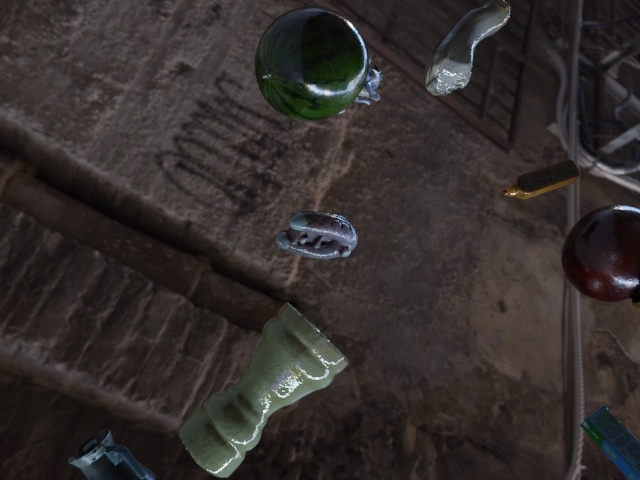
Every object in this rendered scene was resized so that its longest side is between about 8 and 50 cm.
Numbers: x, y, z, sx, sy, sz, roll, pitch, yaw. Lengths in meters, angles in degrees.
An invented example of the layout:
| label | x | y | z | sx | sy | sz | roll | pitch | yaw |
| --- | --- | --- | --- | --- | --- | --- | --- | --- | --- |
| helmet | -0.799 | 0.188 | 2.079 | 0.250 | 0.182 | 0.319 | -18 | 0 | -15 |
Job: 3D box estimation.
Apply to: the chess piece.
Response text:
| label | x | y | z | sx | sy | sz | roll | pitch | yaw |
| --- | --- | --- | --- | --- | --- | --- | --- | --- | --- |
| chess piece | -0.157 | 0.391 | 1.517 | 0.442 | 0.234 | 0.234 | -45 | -163 | -4 |

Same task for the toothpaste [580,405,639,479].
| label | x | y | z | sx | sy | sz | roll | pitch | yaw |
| --- | --- | --- | --- | --- | --- | --- | --- | --- | --- |
| toothpaste | 0.717 | 0.505 | 1.315 | 0.065 | 0.267 | 0.050 | -28 | 147 | -17 |

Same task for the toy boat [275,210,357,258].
| label | x | y | z | sx | sy | sz | roll | pitch | yaw |
| --- | --- | --- | --- | --- | --- | --- | --- | --- | --- |
| toy boat | 0.000 | 0.000 | 1.561 | 0.155 | 0.227 | 0.085 | -51 | -137 | 38 |

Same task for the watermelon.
| label | x | y | z | sx | sy | sz | roll | pitch | yaw |
| --- | --- | --- | --- | --- | --- | --- | --- | --- | --- |
| watermelon | -0.020 | -0.371 | 1.231 | 0.242 | 0.242 | 0.242 | -51 | -161 | 25 |

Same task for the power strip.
| label | x | y | z | sx | sy | sz | roll | pitch | yaw |
| --- | --- | --- | --- | --- | --- | --- | --- | --- | --- |
| power strip | 0.456 | -0.124 | 1.206 | 0.028 | 0.178 | 0.049 | 99 | -29 | -71 |

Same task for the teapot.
| label | x | y | z | sx | sy | sz | roll | pitch | yaw |
| --- | --- | --- | --- | --- | --- | --- | --- | --- | --- |
| teapot | -0.582 | 0.658 | 1.648 | 0.203 | 0.225 | 0.171 | -25 | -166 | 31 |

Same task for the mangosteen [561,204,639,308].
| label | x | y | z | sx | sy | sz | roll | pitch | yaw |
| --- | --- | --- | --- | --- | --- | --- | --- | --- | --- |
| mangosteen | 0.640 | 0.044 | 1.212 | 0.257 | 0.215 | 0.215 | 41 | -78 | 42 |

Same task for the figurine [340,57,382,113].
| label | x | y | z | sx | sy | sz | roll | pitch | yaw |
| --- | --- | --- | --- | --- | --- | --- | --- | --- | --- |
| figurine | 0.071 | -0.385 | 1.442 | 0.183 | 0.128 | 0.208 | -25 | -164 | -21 |

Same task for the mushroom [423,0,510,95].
| label | x | y | z | sx | sy | sz | roll | pitch | yaw |
| --- | --- | --- | --- | --- | --- | --- | --- | --- | --- |
| mushroom | 0.300 | -0.409 | 1.212 | 0.096 | 0.099 | 0.278 | 13 | -122 | 47 |
